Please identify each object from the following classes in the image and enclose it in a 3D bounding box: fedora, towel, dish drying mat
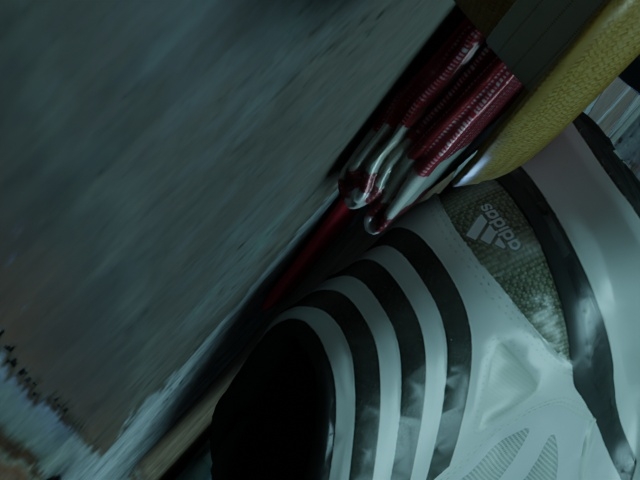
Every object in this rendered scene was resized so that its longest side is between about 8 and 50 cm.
[{"bbox_3d":[0.073,-0.099,0.393,0.194,0.079,0.194,-49,178,-2],"label":"fedora"},{"bbox_3d":[0.142,-0.152,0.686,0.329,0.037,0.237,-50,174,23],"label":"towel"},{"bbox_3d":[0.000,0.000,0.736,0.083,0.008,0.032,-51,171,27],"label":"dish drying mat"}]

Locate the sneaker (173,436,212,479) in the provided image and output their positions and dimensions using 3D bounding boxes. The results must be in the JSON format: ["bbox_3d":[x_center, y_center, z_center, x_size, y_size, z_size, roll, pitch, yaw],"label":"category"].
[{"bbox_3d":[-0.090,0.234,0.936,0.366,0.135,0.150,-54,167,8],"label":"sneaker"}]

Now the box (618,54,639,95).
[{"bbox_3d":[0.385,-0.154,1.037,0.293,0.295,0.073,-50,174,20],"label":"box"}]

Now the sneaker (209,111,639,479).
[{"bbox_3d":[0.070,0.118,0.888,0.257,0.169,0.447,-27,146,-3],"label":"sneaker"}]
